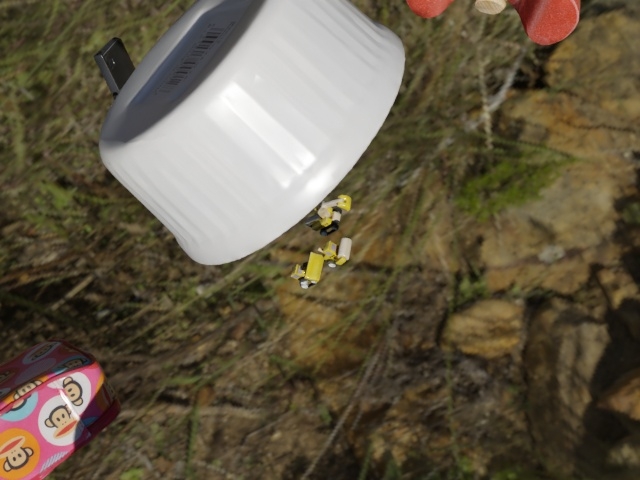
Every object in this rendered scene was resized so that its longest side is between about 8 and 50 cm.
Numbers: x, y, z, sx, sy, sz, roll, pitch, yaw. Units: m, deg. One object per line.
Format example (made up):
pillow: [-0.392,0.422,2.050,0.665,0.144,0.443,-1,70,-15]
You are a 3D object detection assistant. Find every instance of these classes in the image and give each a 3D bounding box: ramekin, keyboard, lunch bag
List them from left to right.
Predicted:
lunch bag: [-0.437,0.247,1.485,0.293,0.258,0.120,-34,111,-26]
keyboard: [-0.282,-0.199,1.629,0.108,0.023,0.180,-71,142,-57]
ramekin: [-0.071,-0.127,0.994,0.135,0.277,0.277,42,42,-25]

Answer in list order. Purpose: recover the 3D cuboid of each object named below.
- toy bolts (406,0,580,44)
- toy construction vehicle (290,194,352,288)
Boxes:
toy bolts: [0.147,-0.220,0.594,0.218,0.228,0.158,15,74,-3]
toy construction vehicle: [0.000,0.000,1.205,0.035,0.098,0.085,22,66,-22]
